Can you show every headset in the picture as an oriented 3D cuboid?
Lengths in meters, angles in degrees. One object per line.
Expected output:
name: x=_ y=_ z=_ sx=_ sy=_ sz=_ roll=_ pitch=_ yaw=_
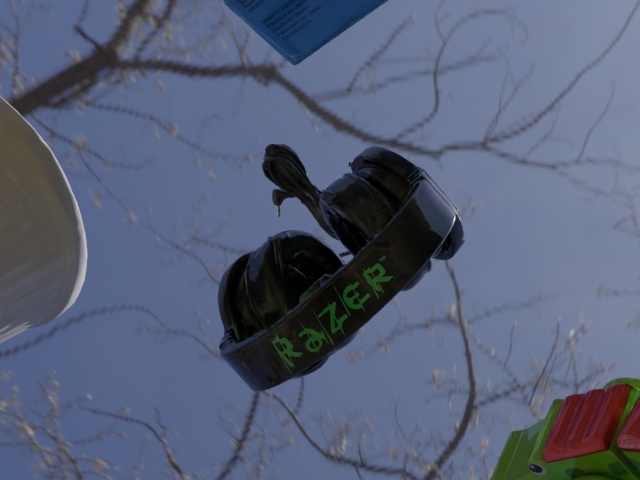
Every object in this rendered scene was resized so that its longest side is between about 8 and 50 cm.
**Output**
headset: x=0.000 y=0.000 z=1.419 sx=0.243 sy=0.394 sz=0.185 roll=-40 pitch=-84 yaw=9

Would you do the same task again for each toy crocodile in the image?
toy crocodile: x=0.237 y=0.135 z=1.011 sx=0.105 sy=0.340 sz=0.115 roll=46 pitch=-124 yaw=-21

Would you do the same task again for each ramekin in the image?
ramekin: x=-0.354 y=-0.012 z=1.388 sx=0.273 sy=0.273 sz=0.127 roll=36 pitch=-133 yaw=14

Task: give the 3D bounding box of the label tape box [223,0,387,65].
label tape box: x=0.036 y=-0.353 z=1.392 sx=0.240 sy=0.106 sz=0.333 roll=-32 pitch=-143 yaw=30
